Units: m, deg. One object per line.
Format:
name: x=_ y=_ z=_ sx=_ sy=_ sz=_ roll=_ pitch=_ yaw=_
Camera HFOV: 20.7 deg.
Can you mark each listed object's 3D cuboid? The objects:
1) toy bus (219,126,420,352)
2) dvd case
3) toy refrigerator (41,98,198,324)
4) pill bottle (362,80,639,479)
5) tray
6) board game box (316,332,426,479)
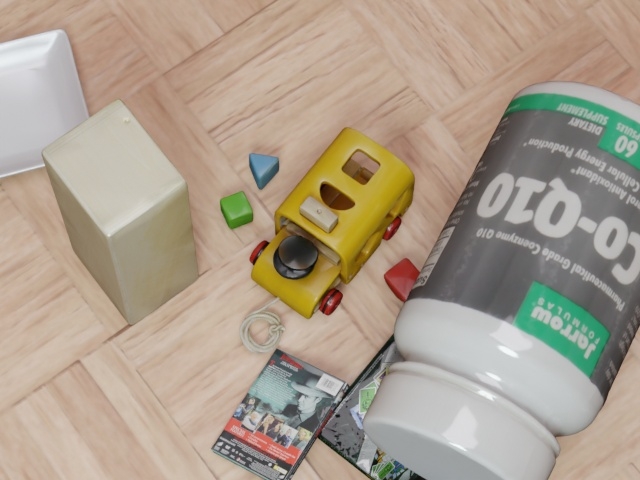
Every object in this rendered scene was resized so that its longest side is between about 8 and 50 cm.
toy bus: x=0.003 y=-0.012 z=1.694 sx=0.191 sy=0.104 sz=0.202 roll=-8 pitch=68 yaw=-3
dvd case: x=-0.038 y=0.169 z=1.671 sx=0.087 sy=0.013 sz=0.119 roll=23 pitch=72 yaw=28
toy refrigerator: x=-0.176 y=-0.022 z=1.611 sx=0.094 sy=0.269 sz=0.102 roll=-36 pitch=75 yaw=-13
pill bottle: x=0.193 y=0.052 z=1.604 sx=0.204 sy=0.204 sz=0.361 roll=26 pitch=72 yaw=7
tray: x=-0.370 y=-0.116 z=1.763 sx=0.270 sy=0.030 sz=0.145 roll=-15 pitch=73 yaw=-7
board game box: x=0.125 y=0.129 z=1.697 sx=0.136 sy=0.030 sz=0.259 roll=38 pitch=74 yaw=13
